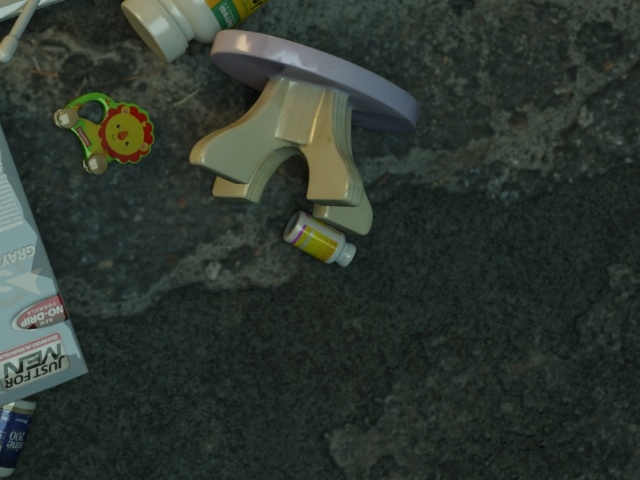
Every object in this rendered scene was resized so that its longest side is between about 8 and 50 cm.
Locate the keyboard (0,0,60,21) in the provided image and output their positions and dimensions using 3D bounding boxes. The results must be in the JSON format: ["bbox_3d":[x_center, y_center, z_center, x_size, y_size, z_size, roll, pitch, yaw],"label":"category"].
[{"bbox_3d":[-0.388,-0.274,1.930,0.256,0.014,0.072,-21,97,-14],"label":"keyboard"}]

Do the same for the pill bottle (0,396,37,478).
[{"bbox_3d":[-0.373,0.230,1.965,0.067,0.067,0.120,19,91,-18],"label":"pill bottle"}]

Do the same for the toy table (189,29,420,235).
[{"bbox_3d":[-0.019,-0.117,1.948,0.274,0.252,0.161,20,80,-26],"label":"toy table"}]

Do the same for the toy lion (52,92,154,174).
[{"bbox_3d":[-0.244,-0.128,1.981,0.096,0.034,0.100,-36,105,-17],"label":"toy lion"}]

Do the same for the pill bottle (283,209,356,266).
[{"bbox_3d":[0.000,0.000,2.060,0.083,0.043,0.043,29,88,-17],"label":"pill bottle"}]

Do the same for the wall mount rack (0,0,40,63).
[{"bbox_3d":[-0.353,-0.369,1.853,0.350,0.130,0.304,36,78,-16],"label":"wall mount rack"}]

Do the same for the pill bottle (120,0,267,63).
[{"bbox_3d":[-0.120,-0.298,1.950,0.208,0.117,0.118,-40,106,-9],"label":"pill bottle"}]

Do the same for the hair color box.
[{"bbox_3d":[-0.377,-0.023,1.871,0.113,0.185,0.375,-21,102,-14],"label":"hair color box"}]
